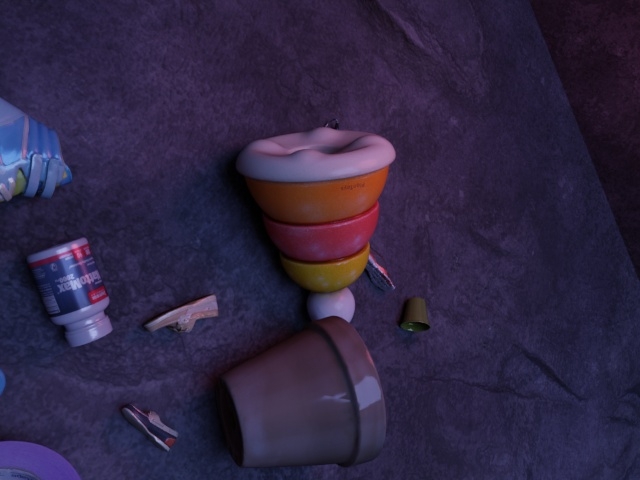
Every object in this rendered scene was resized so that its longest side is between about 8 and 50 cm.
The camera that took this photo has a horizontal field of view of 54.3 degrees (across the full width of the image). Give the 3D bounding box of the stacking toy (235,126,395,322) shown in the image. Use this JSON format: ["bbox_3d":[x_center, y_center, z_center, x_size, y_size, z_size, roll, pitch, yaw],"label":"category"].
[{"bbox_3d":[0.000,0.000,1.439,0.351,0.351,0.479,-21,116,-39],"label":"stacking toy"}]

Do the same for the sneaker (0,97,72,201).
[{"bbox_3d":[-0.546,-0.086,1.058,0.208,0.127,0.318,27,69,-33],"label":"sneaker"}]

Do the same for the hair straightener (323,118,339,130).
[{"bbox_3d":[0.040,-0.200,1.605,0.089,0.047,0.230,-5,88,-40],"label":"hair straightener"}]

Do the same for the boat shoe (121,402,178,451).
[{"bbox_3d":[-0.335,0.361,1.231,0.137,0.049,0.043,52,53,-25],"label":"boat shoe"}]

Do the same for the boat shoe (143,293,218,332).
[{"bbox_3d":[-0.280,0.162,1.289,0.170,0.063,0.059,-21,92,-40],"label":"boat shoe"}]

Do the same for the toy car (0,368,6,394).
[{"bbox_3d":[-0.604,0.259,0.960,0.210,0.219,0.237,-21,127,-40],"label":"toy car"}]

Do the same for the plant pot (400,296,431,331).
[{"bbox_3d":[0.265,0.203,1.733,0.083,0.083,0.079,27,55,-34],"label":"plant pot"}]

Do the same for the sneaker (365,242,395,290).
[{"bbox_3d":[0.157,0.067,1.666,0.158,0.061,0.065,53,50,-23],"label":"sneaker"}]

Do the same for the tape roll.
[{"bbox_3d":[-0.497,0.455,0.955,0.275,0.090,0.274,7,47,-7],"label":"tape roll"}]

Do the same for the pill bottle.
[{"bbox_3d":[-0.446,0.094,1.131,0.108,0.108,0.180,-25,101,-39],"label":"pill bottle"}]

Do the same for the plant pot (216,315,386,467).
[{"bbox_3d":[-0.061,0.346,1.325,0.281,0.323,0.323,-11,92,-23],"label":"plant pot"}]
